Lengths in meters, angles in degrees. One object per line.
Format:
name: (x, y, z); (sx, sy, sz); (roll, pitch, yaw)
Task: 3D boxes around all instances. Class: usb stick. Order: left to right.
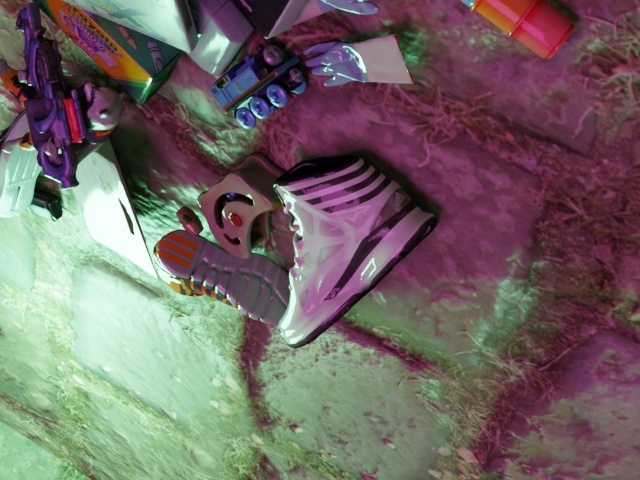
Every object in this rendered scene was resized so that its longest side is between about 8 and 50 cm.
usb stick: (-0.712, -0.112, 2.492); (0.278, 0.045, 0.077); (20, 145, 24)

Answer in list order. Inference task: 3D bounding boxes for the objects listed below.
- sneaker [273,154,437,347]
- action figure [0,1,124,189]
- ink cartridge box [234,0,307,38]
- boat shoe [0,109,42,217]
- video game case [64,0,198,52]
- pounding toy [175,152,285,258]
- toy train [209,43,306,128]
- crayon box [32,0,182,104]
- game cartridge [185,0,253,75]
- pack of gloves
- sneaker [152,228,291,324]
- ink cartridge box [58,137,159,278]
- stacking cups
sneaker: (0.001, -0.001, 1.957); (0.257, 0.169, 0.447); (47, 134, 5)
action figure: (-0.499, -0.285, 2.019); (0.330, 0.178, 0.341); (13, 115, 33)
ink cartridge box: (-0.046, -0.473, 1.554); (0.176, 0.069, 0.371); (50, 140, 7)
boat shoe: (-0.660, -0.187, 2.314); (0.119, 0.121, 0.335); (55, 134, 18)
video game case: (-0.353, -0.406, 1.630); (0.329, 0.036, 0.300); (23, 170, 4)
pounding toy: (-0.168, -0.036, 2.030); (0.154, 0.155, 0.269); (51, 141, -8)
toy train: (-0.104, -0.262, 1.821); (0.105, 0.080, 0.184); (53, 141, -8)
crayon box: (-0.377, -0.379, 1.885); (0.278, 0.081, 0.165); (44, 162, -5)
game cartridge: (-0.245, -0.410, 1.765); (0.297, 0.062, 0.198); (44, 164, -5)
pack of gloves: (0.039, -0.334, 1.673); (0.232, 0.046, 0.195); (6, 131, 49)
sneaker: (-0.194, 0.080, 2.216); (0.321, 0.125, 0.180); (29, 163, -6)
ink cartridge box: (-0.423, -0.092, 2.207); (0.261, 0.066, 0.296); (27, 142, 40)
stacking cups: (0.201, -0.361, 1.470); (0.316, 0.096, 0.096); (39, 142, -3)
